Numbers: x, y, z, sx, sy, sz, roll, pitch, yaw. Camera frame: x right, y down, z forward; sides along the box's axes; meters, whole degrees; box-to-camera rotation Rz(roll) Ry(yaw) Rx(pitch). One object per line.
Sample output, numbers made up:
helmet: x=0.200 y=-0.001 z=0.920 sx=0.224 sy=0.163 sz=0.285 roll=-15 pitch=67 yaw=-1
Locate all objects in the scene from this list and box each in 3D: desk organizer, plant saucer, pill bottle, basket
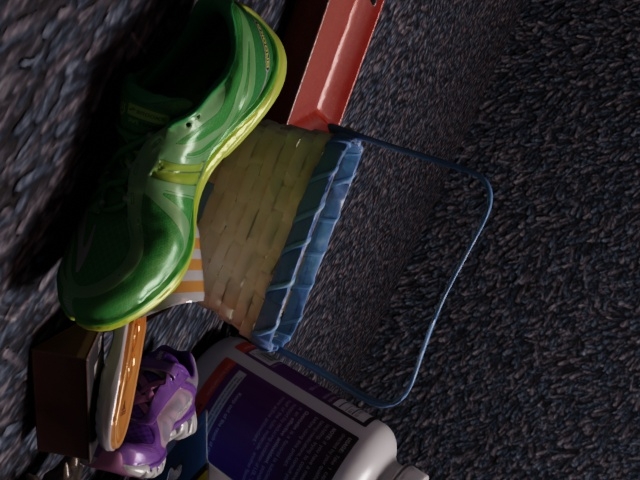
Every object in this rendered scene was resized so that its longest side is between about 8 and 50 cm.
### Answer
desk organizer: x=-0.221 y=0.132 z=1.055 sx=0.047 sy=0.050 sz=0.130 roll=-76 pitch=175 yaw=-52
plant saucer: x=0.005 y=-0.226 z=1.394 sx=0.259 sy=0.048 sz=0.258 roll=-71 pitch=169 yaw=21
pill bottle: x=-0.031 y=0.272 z=1.536 sx=0.181 sy=0.323 sz=0.181 roll=-53 pitch=162 yaw=-25
basket: x=0.000 y=0.000 z=1.202 sx=0.254 sy=0.289 sz=0.201 roll=-66 pitch=170 yaw=6

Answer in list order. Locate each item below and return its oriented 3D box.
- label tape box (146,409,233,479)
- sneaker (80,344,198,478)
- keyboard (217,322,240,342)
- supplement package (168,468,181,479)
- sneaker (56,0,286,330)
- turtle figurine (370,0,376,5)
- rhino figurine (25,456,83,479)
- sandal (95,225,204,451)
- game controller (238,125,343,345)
label tape box: x=-0.141 y=0.404 z=1.394 sx=0.240 sy=0.106 sz=0.333 roll=-50 pitch=-150 yaw=45
sneaker: x=-0.184 y=0.171 z=1.254 sx=0.236 sy=0.095 sz=0.104 roll=-44 pitch=151 yaw=-76
keyboard: x=-0.102 y=0.137 z=1.710 sx=0.100 sy=0.038 sz=0.192 roll=-69 pitch=168 yaw=19
supplement package: x=-0.147 y=0.487 z=1.646 sx=0.198 sy=0.263 sz=0.199 roll=-58 pitch=167 yaw=-38
sneaker: x=-0.136 y=-0.070 z=0.955 sx=0.295 sy=0.109 sz=0.123 roll=-64 pitch=151 yaw=-14
turtle figurine: x=0.119 y=-0.388 z=1.210 sx=0.198 sy=0.275 sz=0.266 roll=-28 pitch=-156 yaw=42
rhino figurine: x=-0.274 y=0.300 z=1.124 sx=0.106 sy=0.073 sz=0.243 roll=36 pitch=77 yaw=-82
sandal: x=-0.143 y=0.060 z=1.076 sx=0.102 sy=0.076 sz=0.265 roll=-73 pitch=172 yaw=-87
game controller: x=-0.036 y=-0.001 z=1.615 sx=0.166 sy=0.067 sz=0.319 roll=-60 pitch=168 yaw=-59
